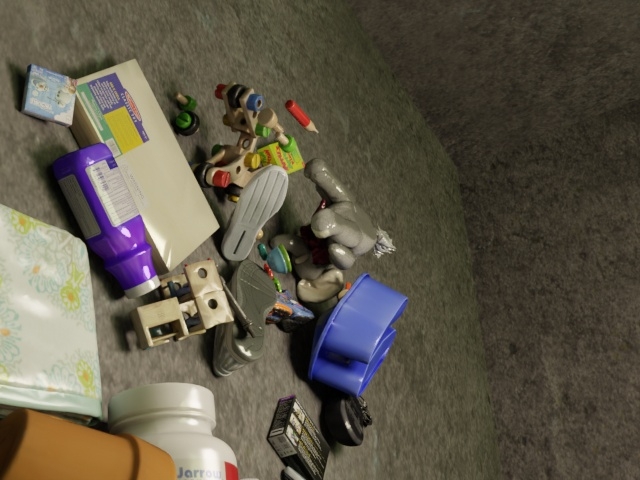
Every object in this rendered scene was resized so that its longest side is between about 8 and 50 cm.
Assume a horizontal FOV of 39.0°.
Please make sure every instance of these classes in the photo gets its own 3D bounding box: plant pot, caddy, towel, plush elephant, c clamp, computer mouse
[{"bbox_3d":[-0.356,0.353,1.161,0.203,0.291,0.291,38,34,-23],"label":"plant pot"},{"bbox_3d":[0.079,0.228,2.264,0.341,0.179,0.241,-47,157,-55],"label":"caddy"},{"bbox_3d":[-0.466,0.098,1.330,0.374,0.090,0.320,32,43,-56],"label":"towel"},{"bbox_3d":[0.000,0.000,2.307,0.330,0.255,0.272,37,29,-41],"label":"plush elephant"},{"bbox_3d":[-0.174,0.126,1.793,0.161,0.022,0.137,57,-12,2],"label":"c clamp"},{"bbox_3d":[0.060,0.441,2.280,0.188,0.072,0.272,64,11,-9],"label":"computer mouse"}]

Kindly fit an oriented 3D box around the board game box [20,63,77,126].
[{"bbox_3d":[-0.484,-0.259,1.615,0.090,0.020,0.090,16,70,-38],"label":"board game box"}]

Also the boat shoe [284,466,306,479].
[{"bbox_3d":[-0.032,0.580,1.952,0.183,0.083,0.065,45,-8,7],"label":"boat shoe"}]

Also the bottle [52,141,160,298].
[{"bbox_3d":[-0.378,-0.033,1.634,0.283,0.092,0.118,66,23,-9],"label":"bottle"}]

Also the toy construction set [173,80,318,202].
[{"bbox_3d":[-0.151,-0.214,2.071,0.237,0.309,0.257,39,45,-59],"label":"toy construction set"}]

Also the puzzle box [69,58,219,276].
[{"bbox_3d":[-0.361,-0.154,1.831,0.409,0.052,0.272,65,23,-12],"label":"puzzle box"}]

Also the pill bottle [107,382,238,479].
[{"bbox_3d":[-0.233,0.441,1.389,0.229,0.229,0.408,35,41,-54],"label":"pill bottle"}]

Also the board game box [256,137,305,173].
[{"bbox_3d":[-0.106,-0.224,2.483,0.092,0.043,0.181,68,22,-5],"label":"board game box"}]

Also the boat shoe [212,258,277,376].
[{"bbox_3d":[-0.172,0.160,1.960,0.118,0.103,0.320,38,29,-24],"label":"boat shoe"}]

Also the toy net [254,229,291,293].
[{"bbox_3d":[-0.129,0.014,2.133,0.122,0.045,0.232,82,-18,-46],"label":"toy net"}]

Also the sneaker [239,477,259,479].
[{"bbox_3d":[-0.177,0.516,1.629,0.268,0.101,0.153,19,55,-55],"label":"sneaker"}]

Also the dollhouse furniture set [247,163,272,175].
[{"bbox_3d":[-0.127,-0.160,2.330,0.114,0.081,0.091,50,29,-39],"label":"dollhouse furniture set"}]

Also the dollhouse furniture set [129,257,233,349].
[{"bbox_3d":[-0.289,0.127,1.713,0.183,0.129,0.129,-15,83,-38],"label":"dollhouse furniture set"}]

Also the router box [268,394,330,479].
[{"bbox_3d":[-0.045,0.459,2.039,0.179,0.046,0.133,60,24,-23],"label":"router box"}]

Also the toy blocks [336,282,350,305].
[{"bbox_3d":[0.094,0.173,2.590,0.123,0.054,0.148,58,25,-28],"label":"toy blocks"}]

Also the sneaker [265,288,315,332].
[{"bbox_3d":[-0.081,0.159,2.174,0.221,0.083,0.087,36,32,-59],"label":"sneaker"}]

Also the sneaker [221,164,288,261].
[{"bbox_3d":[-0.156,-0.074,2.025,0.094,0.258,0.091,24,28,-21],"label":"sneaker"}]
